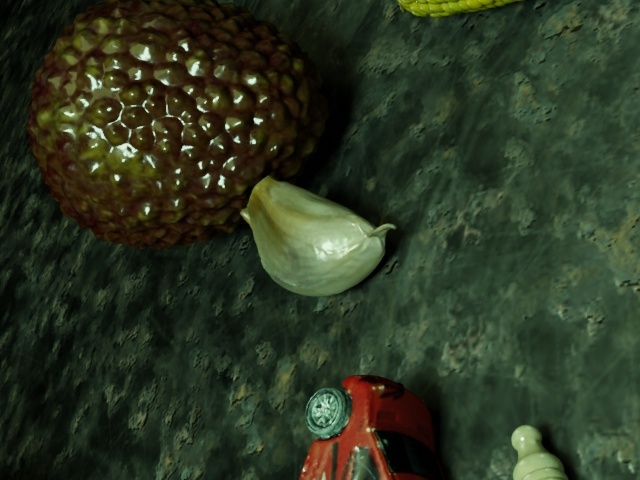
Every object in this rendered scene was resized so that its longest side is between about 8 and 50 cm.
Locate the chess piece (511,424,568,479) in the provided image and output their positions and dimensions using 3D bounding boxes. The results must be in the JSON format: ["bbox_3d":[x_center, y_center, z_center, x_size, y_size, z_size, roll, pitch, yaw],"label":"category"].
[{"bbox_3d":[0.123,0.138,0.586,0.035,0.035,0.092,-45,33,26],"label":"chess piece"}]

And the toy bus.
[{"bbox_3d":[0.025,0.180,0.651,0.089,0.081,0.195,8,74,46],"label":"toy bus"}]

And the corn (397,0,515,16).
[{"bbox_3d":[0.147,-0.220,0.748,0.310,0.101,0.101,-1,66,56],"label":"corn"}]

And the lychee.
[{"bbox_3d":[-0.123,-0.107,0.933,0.271,0.236,0.235,-1,64,26],"label":"lychee"}]

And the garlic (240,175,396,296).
[{"bbox_3d":[-0.005,0.006,0.818,0.066,0.084,0.152,-42,47,-22],"label":"garlic"}]
